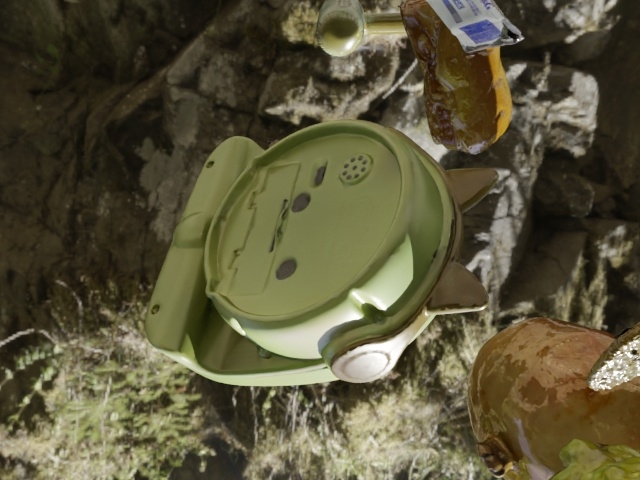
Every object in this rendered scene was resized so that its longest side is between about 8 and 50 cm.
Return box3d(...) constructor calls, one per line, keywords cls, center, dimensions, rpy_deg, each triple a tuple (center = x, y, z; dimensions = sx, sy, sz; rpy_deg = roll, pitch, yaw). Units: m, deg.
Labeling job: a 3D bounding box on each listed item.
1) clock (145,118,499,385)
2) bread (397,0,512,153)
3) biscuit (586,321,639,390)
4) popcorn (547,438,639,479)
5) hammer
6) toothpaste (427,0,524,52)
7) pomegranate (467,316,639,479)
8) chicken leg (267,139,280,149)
box3d(cls="clock", center=(0.000, 0.000, 0.589), dimensions=(0.348, 0.286, 0.117), rpy_deg=(-7, 146, 32))
box3d(cls="bread", center=(0.284, -0.351, 1.148), dimensions=(0.149, 0.344, 0.195), rpy_deg=(10, -133, 39))
box3d(cls="biscuit", center=(0.482, 0.148, 0.831), dimensions=(0.220, 0.220, 0.033), rpy_deg=(-3, -136, -31))
box3d(cls="popcorn", center=(0.348, 0.349, 0.639), dimensions=(0.195, 0.256, 0.255), rpy_deg=(-16, -140, -17))
box3d(cls="hammer", center=(0.145, -0.499, 1.312), dimensions=(0.305, 0.113, 0.202), rpy_deg=(1, -141, 4))
box3d(cls="toothpaste", center=(0.108, -0.315, 0.616), dimensions=(0.282, 0.068, 0.099), rpy_deg=(42, -153, -20))
box3d(cls="pomegranate", center=(0.478, 0.351, 1.162), dimensions=(0.412, 0.411, 0.411), rpy_deg=(5, -167, -1))
box3d(cls="chicken leg", center=(-0.096, -0.076, 1.212), dimensions=(0.140, 0.361, 0.211), rpy_deg=(-18, 153, 10))
